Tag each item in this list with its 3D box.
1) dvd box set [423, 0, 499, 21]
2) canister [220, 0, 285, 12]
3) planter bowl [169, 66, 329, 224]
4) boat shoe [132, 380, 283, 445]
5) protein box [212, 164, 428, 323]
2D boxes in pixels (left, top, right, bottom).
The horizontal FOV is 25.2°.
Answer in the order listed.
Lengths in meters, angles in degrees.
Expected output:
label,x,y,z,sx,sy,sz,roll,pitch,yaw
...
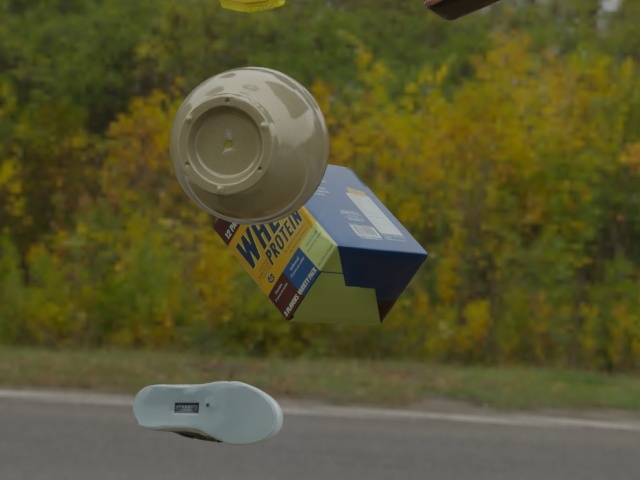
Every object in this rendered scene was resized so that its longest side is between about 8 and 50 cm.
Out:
label,x,y,z,sx,sy,sz,roll,pitch,yaw
dvd box set,0.225,-0.493,1.611,0.307,0.421,0.062,-19,-21,33
canister,-0.121,-0.458,2.286,0.073,0.170,0.126,-22,25,-29
planter bowl,-0.081,-0.094,1.414,0.162,0.162,0.109,4,4,12
boat shoe,-0.104,0.182,1.522,0.183,0.065,0.083,3,-10,32
protein box,0.000,0.000,2.005,0.199,0.136,0.201,6,35,-48
